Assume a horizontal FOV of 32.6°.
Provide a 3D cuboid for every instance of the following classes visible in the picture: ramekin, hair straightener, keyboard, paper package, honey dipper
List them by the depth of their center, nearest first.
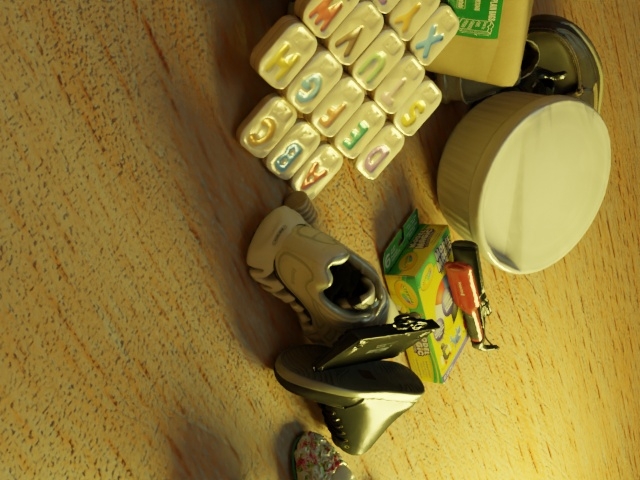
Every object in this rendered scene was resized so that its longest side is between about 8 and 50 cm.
[{"bbox_3d":[0.074,0.112,1.272,0.180,0.108,0.023,-2,60,-55],"label":"keyboard"},{"bbox_3d":[0.000,0.000,1.315,0.161,0.030,0.030,58,46,-47],"label":"honey dipper"},{"bbox_3d":[0.196,-0.398,1.362,0.325,0.168,0.310,70,29,-72],"label":"paper package"},{"bbox_3d":[0.230,0.077,1.583,0.230,0.047,0.089,63,38,-42],"label":"hair straightener"},{"bbox_3d":[0.290,-0.095,1.612,0.272,0.127,0.273,-18,121,-32],"label":"ramekin"}]

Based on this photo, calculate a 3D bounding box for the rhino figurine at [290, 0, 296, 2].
[{"bbox_3d":[-0.018,-0.311,1.155,0.243,0.073,0.106,8,88,-36],"label":"rhino figurine"}]

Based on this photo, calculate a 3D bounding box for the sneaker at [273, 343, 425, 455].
[{"bbox_3d":[0.018,0.201,1.317,0.222,0.083,0.118,16,116,-38],"label":"sneaker"}]

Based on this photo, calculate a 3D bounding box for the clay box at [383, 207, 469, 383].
[{"bbox_3d":[0.154,0.077,1.550,0.127,0.053,0.222,-53,136,-44],"label":"clay box"}]

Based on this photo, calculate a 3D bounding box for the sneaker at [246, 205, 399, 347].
[{"bbox_3d":[0.030,0.070,1.272,0.292,0.118,0.110,42,71,-51],"label":"sneaker"}]

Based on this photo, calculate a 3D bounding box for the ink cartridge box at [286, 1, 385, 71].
[{"bbox_3d":[0.027,-0.281,1.287,0.127,0.072,0.175,25,71,-58],"label":"ink cartridge box"}]

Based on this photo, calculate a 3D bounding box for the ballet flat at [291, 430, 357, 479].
[{"bbox_3d":[0.029,0.339,1.349,0.091,0.077,0.241,-45,129,-48],"label":"ballet flat"}]

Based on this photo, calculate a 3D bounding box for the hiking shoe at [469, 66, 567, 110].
[{"bbox_3d":[0.311,-0.208,1.720,0.227,0.114,0.086,-60,139,-36],"label":"hiking shoe"}]

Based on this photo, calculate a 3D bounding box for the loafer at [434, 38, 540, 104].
[{"bbox_3d":[0.251,-0.269,1.637,0.268,0.092,0.102,-35,122,-52],"label":"loafer"}]

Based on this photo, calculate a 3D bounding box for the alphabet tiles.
[{"bbox_3d":[0.039,-0.179,1.225,0.278,0.021,0.284,-48,143,2],"label":"alphabet tiles"}]

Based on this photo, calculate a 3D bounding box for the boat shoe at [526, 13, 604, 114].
[{"bbox_3d":[0.415,-0.219,1.876,0.130,0.132,0.355,-61,139,-36],"label":"boat shoe"}]
